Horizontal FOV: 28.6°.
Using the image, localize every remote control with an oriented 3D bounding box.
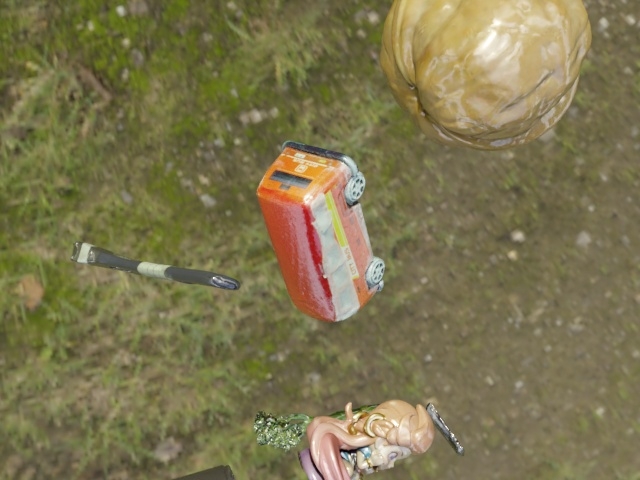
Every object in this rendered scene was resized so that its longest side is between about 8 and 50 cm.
[{"bbox_3d":[0.194,0.299,1.972,0.014,0.096,0.039,-33,158,-10],"label":"remote control"}]

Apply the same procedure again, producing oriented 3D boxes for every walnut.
[{"bbox_3d":[0.222,-0.261,1.706,0.285,0.296,0.285,1,86,-18],"label":"walnut"}]

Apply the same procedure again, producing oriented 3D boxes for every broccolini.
[{"bbox_3d":[0.011,0.285,2.022,0.254,0.071,0.057,-10,174,-26],"label":"broccolini"}]

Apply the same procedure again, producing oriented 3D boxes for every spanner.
[{"bbox_3d":[-0.173,0.032,1.349,0.087,0.316,0.024,20,82,-35],"label":"spanner"}]

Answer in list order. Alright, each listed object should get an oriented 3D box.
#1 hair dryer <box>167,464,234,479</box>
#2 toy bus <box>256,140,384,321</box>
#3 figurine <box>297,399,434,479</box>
[{"bbox_3d":[-0.180,0.390,1.514,0.197,0.251,0.089,-16,123,-4],"label":"hair dryer"},{"bbox_3d":[0.000,0.000,1.715,0.120,0.121,0.265,-50,141,-33],"label":"toy bus"},{"bbox_3d":[0.043,0.223,1.359,0.157,0.114,0.126,-47,151,-5],"label":"figurine"}]
